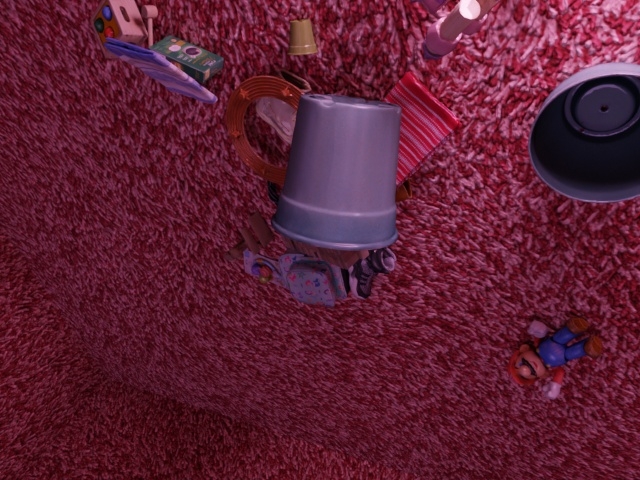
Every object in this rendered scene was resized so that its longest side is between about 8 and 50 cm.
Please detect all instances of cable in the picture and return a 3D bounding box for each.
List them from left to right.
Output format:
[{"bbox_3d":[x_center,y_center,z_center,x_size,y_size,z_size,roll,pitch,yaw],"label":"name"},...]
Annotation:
[{"bbox_3d":[-0.095,-0.161,1.659,0.184,0.047,0.150,35,132,1],"label":"cable"}]

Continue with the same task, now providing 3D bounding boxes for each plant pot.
[{"bbox_3d":[-0.049,-0.525,1.292,0.083,0.083,0.079,8,119,23],"label":"plant pot"},{"bbox_3d":[0.057,-0.188,1.279,0.341,0.341,0.334,14,111,17],"label":"plant pot"},{"bbox_3d":[0.612,-0.255,1.081,0.293,0.196,0.293,15,134,16],"label":"plant pot"}]

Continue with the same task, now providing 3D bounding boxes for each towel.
[{"bbox_3d":[-0.448,-0.476,1.431,0.209,0.034,0.285,23,180,25],"label":"towel"},{"bbox_3d":[0.215,-0.283,1.339,0.199,0.031,0.275,46,127,3],"label":"towel"}]

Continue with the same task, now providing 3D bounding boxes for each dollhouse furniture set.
[{"bbox_3d":[-0.291,-0.016,1.858,0.151,0.144,0.123,0,125,48],"label":"dollhouse furniture set"}]

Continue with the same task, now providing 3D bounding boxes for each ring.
[{"bbox_3d":[-0.136,-0.307,1.456,0.336,0.032,0.336,16,130,20],"label":"ring"}]

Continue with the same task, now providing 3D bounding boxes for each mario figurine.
[{"bbox_3d":[0.725,0.384,1.614,0.170,0.198,0.320,19,135,-19],"label":"mario figurine"}]

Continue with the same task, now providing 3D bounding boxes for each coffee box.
[{"bbox_3d":[-0.386,-0.524,1.445,0.184,0.113,0.040,24,135,5],"label":"coffee box"}]

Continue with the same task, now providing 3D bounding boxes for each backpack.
[{"bbox_3d":[-0.024,0.112,1.787,0.253,0.191,0.225,10,134,28],"label":"backpack"}]

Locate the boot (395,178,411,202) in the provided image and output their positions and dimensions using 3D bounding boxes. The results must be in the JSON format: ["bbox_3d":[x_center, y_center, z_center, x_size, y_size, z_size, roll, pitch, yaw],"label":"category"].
[{"bbox_3d":[0.174,-0.118,1.517,0.211,0.104,0.295,1,125,28],"label":"boot"}]

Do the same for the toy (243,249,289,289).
[{"bbox_3d":[-0.211,0.132,1.993,0.237,0.056,0.137,17,134,14],"label":"toy"}]

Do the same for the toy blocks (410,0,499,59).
[{"bbox_3d":[0.258,-0.554,1.026,0.288,0.309,0.260,50,168,-3],"label":"toy blocks"}]

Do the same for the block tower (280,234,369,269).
[{"bbox_3d":[0.000,0.000,1.638,0.335,0.097,0.091,16,139,47],"label":"block tower"}]

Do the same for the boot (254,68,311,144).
[{"bbox_3d":[-0.069,-0.370,1.440,0.213,0.077,0.165,39,134,-8],"label":"boot"}]

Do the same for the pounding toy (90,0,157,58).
[{"bbox_3d":[-0.551,-0.604,1.424,0.206,0.094,0.181,-25,87,42],"label":"pounding toy"}]

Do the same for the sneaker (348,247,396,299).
[{"bbox_3d":[0.180,0.108,1.719,0.153,0.101,0.268,9,130,26],"label":"sneaker"}]
